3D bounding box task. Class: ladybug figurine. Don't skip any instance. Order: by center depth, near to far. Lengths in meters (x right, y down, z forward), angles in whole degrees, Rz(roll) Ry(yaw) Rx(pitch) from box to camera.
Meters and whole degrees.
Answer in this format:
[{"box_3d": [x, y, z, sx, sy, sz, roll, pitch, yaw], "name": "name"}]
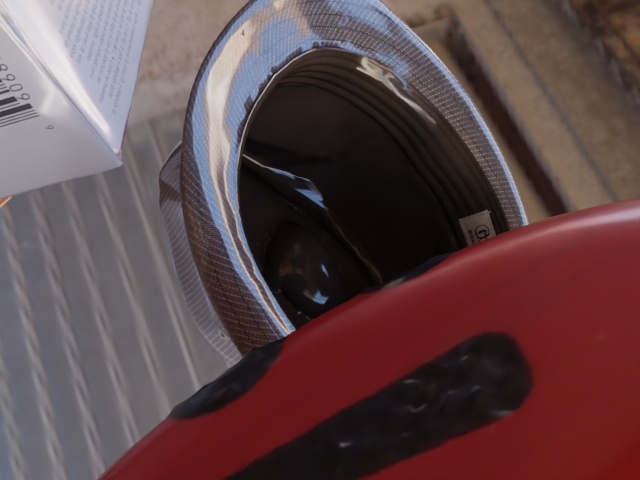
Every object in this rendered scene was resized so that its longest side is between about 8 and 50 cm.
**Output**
[{"box_3d": [0.048, 0.122, 0.416, 0.162, 0.449, 0.305, 57, 5, -30], "name": "ladybug figurine"}]

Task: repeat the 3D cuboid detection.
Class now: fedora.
[{"box_3d": [0.000, 0.000, 0.685, 0.124, 0.243, 0.275, -17, -52, 46], "name": "fedora"}]

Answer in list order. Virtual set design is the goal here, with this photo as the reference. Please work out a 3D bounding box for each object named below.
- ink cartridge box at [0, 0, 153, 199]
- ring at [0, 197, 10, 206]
[{"box_3d": [-0.206, -0.148, 0.499, 0.130, 0.272, 0.309, 59, 25, -43], "name": "ink cartridge box"}, {"box_3d": [-0.297, -0.138, 0.857, 0.032, 0.336, 0.336, 30, -29, 30], "name": "ring"}]
